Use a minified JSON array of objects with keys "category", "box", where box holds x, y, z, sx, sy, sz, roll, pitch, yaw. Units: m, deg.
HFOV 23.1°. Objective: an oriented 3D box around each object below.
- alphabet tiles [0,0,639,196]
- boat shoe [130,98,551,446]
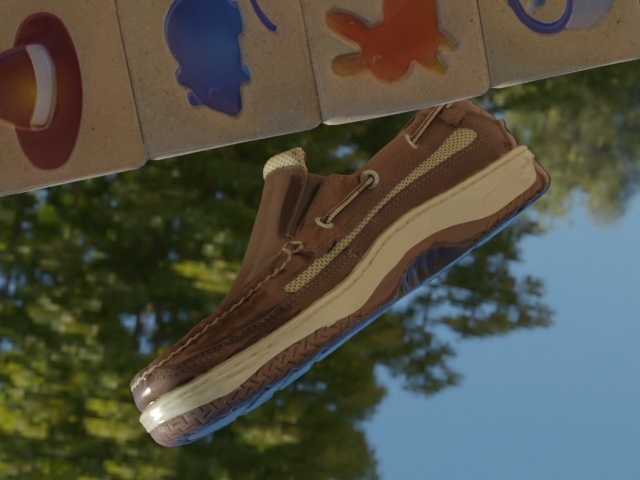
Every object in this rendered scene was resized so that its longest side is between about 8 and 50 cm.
[{"category":"alphabet tiles","box":[-0.026,-0.174,0.480,0.342,0.285,0.011,-13,-172,-13]},{"category":"boat shoe","box":[-0.003,0.003,0.781,0.257,0.095,0.095,-33,-96,-33]}]
